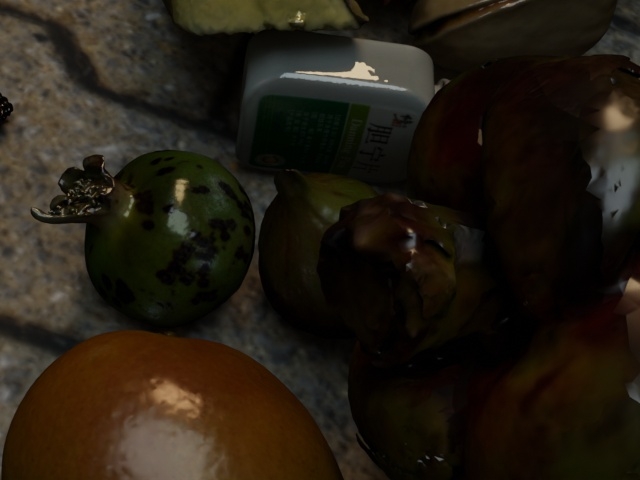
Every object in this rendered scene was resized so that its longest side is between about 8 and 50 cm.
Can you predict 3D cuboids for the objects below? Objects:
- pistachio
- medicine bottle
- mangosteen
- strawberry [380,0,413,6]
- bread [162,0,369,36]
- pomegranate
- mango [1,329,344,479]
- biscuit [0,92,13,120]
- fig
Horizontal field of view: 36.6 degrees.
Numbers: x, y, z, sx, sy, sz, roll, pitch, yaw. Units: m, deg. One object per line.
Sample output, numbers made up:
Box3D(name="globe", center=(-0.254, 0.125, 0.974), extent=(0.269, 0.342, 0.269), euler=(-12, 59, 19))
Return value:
Box3D(name="pistachio", center=(0.158, -0.187, 0.785), extent=(0.185, 0.126, 0.108), euler=(-20, 99, -9))
Box3D(name="medicine bottle", center=(0.032, -0.093, 0.714), extent=(0.183, 0.119, 0.069), euler=(5, 59, -8))
Box3D(name="mangosteen", center=(0.218, 0.068, 0.538), extent=(0.421, 0.381, 0.381), euler=(12, 61, 11))
Box3D(name="strawberry", center=(0.016, -0.260, 0.802), extent=(0.208, 0.167, 0.087), euler=(34, 102, 13))
Box3D(name="bread", center=(-0.053, -0.257, 0.696), extent=(0.135, 0.178, 0.240), euler=(-4, 24, -11))
Box3D(name="pomegranate", center=(-0.115, -0.009, 0.637), extent=(0.161, 0.122, 0.122), euler=(27, 53, -42))
Box3D(name="mango", center=(-0.068, 0.163, 0.561), extent=(0.175, 0.139, 0.254), euler=(-38, 82, -11))
Box3D(name="biscuit", center=(-0.268, -0.079, 0.709), extent=(0.089, 0.027, 0.087), euler=(-11, 65, -15))
Box3D(name="fig", center=(0.000, 0.000, 0.640), extent=(0.109, 0.155, 0.103), euler=(-8, 52, 26))
